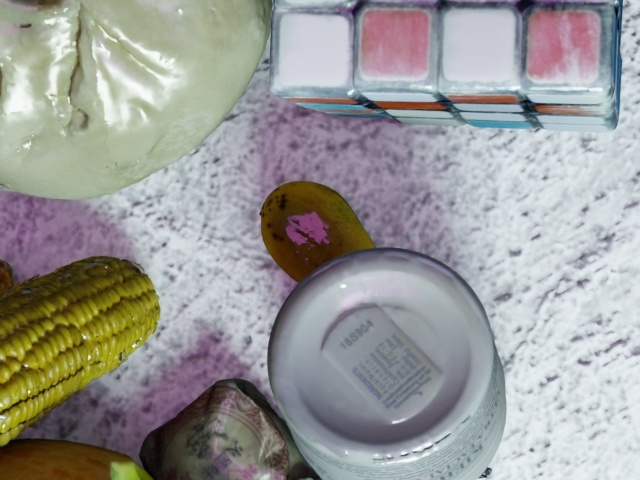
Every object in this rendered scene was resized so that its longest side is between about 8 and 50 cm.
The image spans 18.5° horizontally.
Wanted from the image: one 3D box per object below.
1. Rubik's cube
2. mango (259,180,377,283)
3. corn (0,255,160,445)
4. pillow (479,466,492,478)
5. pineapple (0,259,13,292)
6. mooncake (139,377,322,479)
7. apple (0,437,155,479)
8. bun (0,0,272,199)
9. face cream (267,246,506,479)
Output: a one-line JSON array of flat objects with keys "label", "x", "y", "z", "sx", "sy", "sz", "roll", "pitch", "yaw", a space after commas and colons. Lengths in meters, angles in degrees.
[{"label": "Rubik's cube", "x": 0.108, "y": -0.221, "z": 1.508, "sx": 0.253, "sy": 0.256, "sz": 0.259, "roll": 4, "pitch": 89, "yaw": 10}, {"label": "mango", "x": 0.000, "y": 0.000, "z": 1.625, "sx": 0.114, "sy": 0.057, "sz": 0.079, "roll": 41, "pitch": 91, "yaw": 0}, {"label": "corn", "x": -0.236, "y": 0.089, "z": 1.542, "sx": 0.115, "sy": 0.318, "sz": 0.115, "roll": 8, "pitch": 109, "yaw": 24}, {"label": "pillow", "x": 0.059, "y": 0.211, "z": 1.611, "sx": 0.090, "sy": 0.048, "sz": 0.150, "roll": 42, "pitch": 92, "yaw": 1}, {"label": "pineapple", "x": -0.293, "y": 0.106, "z": 1.664, "sx": 0.135, "sy": 0.079, "sz": 0.233, "roll": 14, "pitch": 97, "yaw": 19}, {"label": "mooncake", "x": -0.079, "y": 0.190, "z": 1.624, "sx": 0.125, "sy": 0.073, "sz": 0.130, "roll": -39, "pitch": 81, "yaw": 9}, {"label": "apple", "x": -0.228, "y": 0.314, "z": 1.518, "sx": 0.339, "sy": 0.339, "sz": 0.339, "roll": 0, "pitch": 89, "yaw": 10}, {"label": "bun", "x": -0.200, "y": -0.209, "z": 1.580, "sx": 0.326, "sy": 0.234, "sz": 0.362, "roll": 15, "pitch": 98, "yaw": 5}, {"label": "face cream", "x": 0.054, "y": 0.110, "z": 1.536, "sx": 0.177, "sy": 0.153, "sz": 0.177, "roll": -3, "pitch": 68, "yaw": 9}]
